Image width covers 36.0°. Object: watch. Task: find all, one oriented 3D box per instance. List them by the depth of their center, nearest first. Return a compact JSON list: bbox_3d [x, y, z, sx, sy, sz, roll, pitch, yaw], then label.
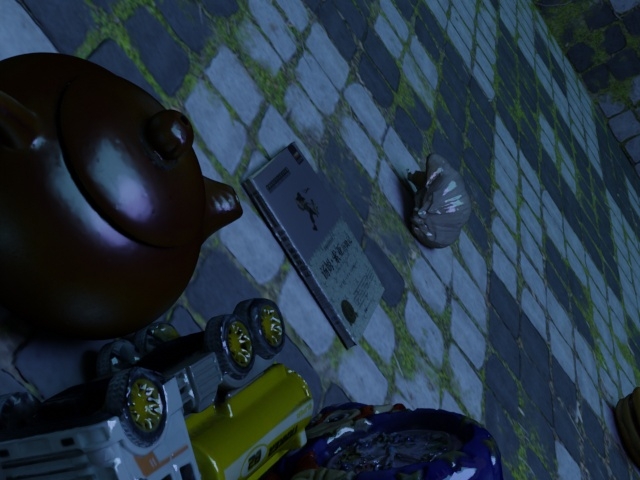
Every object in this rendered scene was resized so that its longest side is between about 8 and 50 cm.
[{"bbox_3d":[0.057,0.223,0.669,0.196,0.171,0.200,-21,99,-66],"label":"watch"}]

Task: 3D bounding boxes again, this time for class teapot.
[{"bbox_3d":[-0.141,-0.042,0.564,0.252,0.135,0.178,23,42,-55],"label":"teapot"}]

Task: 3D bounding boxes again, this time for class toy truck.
[{"bbox_3d":[-0.081,0.110,0.565,0.227,0.098,0.114,-26,100,-66],"label":"toy truck"}]

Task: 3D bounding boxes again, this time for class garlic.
[{"bbox_3d":[0.141,-0.047,1.170,0.094,0.074,0.113,-46,122,-74],"label":"garlic"}]

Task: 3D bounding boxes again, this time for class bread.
[{"bbox_3d":[0.529,0.321,1.535,0.200,0.077,0.116,44,32,-30],"label":"bread"}]

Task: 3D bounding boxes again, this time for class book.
[{"bbox_3d":[0.000,0.000,0.925,0.182,0.014,0.127,58,26,-10],"label":"book"}]
